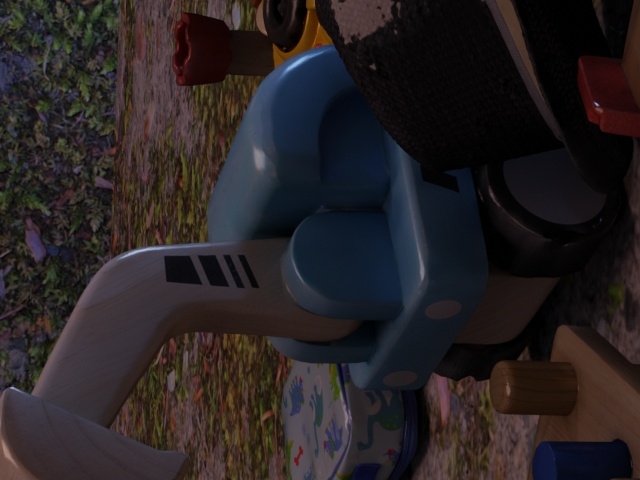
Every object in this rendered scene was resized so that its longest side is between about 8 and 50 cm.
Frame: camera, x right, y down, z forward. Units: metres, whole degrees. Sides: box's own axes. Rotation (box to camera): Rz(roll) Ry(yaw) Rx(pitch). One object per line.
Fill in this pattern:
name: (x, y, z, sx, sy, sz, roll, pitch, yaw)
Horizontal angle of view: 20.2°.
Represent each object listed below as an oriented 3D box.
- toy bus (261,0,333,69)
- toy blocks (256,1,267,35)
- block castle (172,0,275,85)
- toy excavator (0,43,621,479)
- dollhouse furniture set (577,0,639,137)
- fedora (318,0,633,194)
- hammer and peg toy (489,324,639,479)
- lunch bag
toy bus: (0.041, -0.138, 1.585, 0.220, 0.149, 0.211, 9, 94, 62)
toy blocks: (-0.012, -0.237, 1.882, 0.054, 0.148, 0.123, -31, 57, 23)
block castle: (-0.116, -0.431, 2.094, 0.303, 0.213, 0.453, 113, 154, -51)
toy excavator: (-0.022, 0.014, 1.309, 0.222, 0.445, 0.432, 115, 152, -55)
dollhouse furniture set: (0.235, -0.203, 1.055, 0.374, 0.152, 0.201, -82, 0, -67)
fedora: (0.087, -0.169, 1.204, 0.334, 0.153, 0.334, 58, -162, -32)
hammer and peg toy: (0.202, 0.223, 1.093, 0.361, 0.127, 0.265, -131, 46, -67)
lunch bag: (0.026, 0.180, 1.765, 0.219, 0.090, 0.176, 111, 156, -50)
